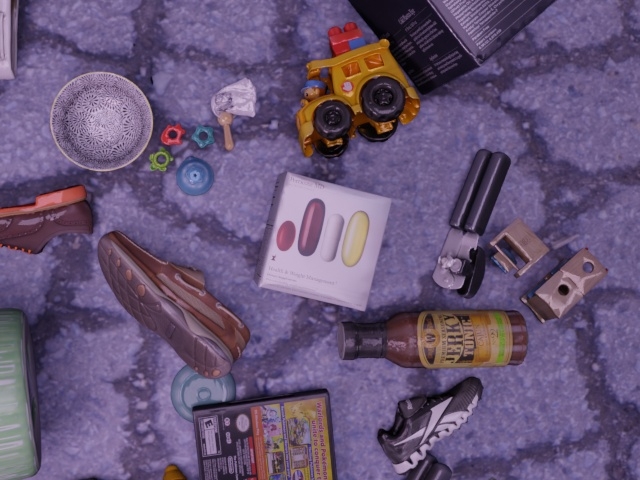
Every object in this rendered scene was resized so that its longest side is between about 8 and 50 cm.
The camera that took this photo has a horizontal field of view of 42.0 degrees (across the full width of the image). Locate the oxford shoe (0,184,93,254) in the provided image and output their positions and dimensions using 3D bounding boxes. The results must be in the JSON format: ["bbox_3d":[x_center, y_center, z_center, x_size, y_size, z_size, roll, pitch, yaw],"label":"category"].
[{"bbox_3d":[-0.526,-0.014,1.427,0.271,0.097,0.098,-17,100,-8],"label":"oxford shoe"}]

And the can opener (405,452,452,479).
[{"bbox_3d":[0.164,0.543,1.571,0.095,0.076,0.283,35,85,-40],"label":"can opener"}]

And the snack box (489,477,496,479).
[{"bbox_3d":[0.340,0.545,1.603,0.100,0.037,0.141,-38,97,-8],"label":"snack box"}]

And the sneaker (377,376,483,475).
[{"bbox_3d":[0.200,0.324,1.555,0.234,0.078,0.106,-42,99,-4],"label":"sneaker"}]

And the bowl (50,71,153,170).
[{"bbox_3d":[-0.377,-0.203,1.451,0.170,0.080,0.170,0,91,-9],"label":"bowl"}]

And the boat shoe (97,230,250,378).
[{"bbox_3d":[-0.258,0.100,1.472,0.324,0.123,0.116,45,51,1],"label":"boat shoe"}]

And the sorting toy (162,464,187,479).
[{"bbox_3d":[-0.362,0.451,1.420,0.366,0.127,0.126,5,49,-30],"label":"sorting toy"}]

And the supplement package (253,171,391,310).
[{"bbox_3d":[0.000,0.000,1.480,0.194,0.149,0.203,13,90,-9],"label":"supplement package"}]

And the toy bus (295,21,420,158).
[{"bbox_3d":[0.041,-0.275,1.492,0.220,0.149,0.211,-21,81,-5],"label":"toy bus"}]

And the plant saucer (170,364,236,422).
[{"bbox_3d":[-0.213,0.278,1.518,0.119,0.021,0.119,0,91,-9],"label":"plant saucer"}]

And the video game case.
[{"bbox_3d":[-0.095,0.421,1.523,0.248,0.035,0.274,-6,97,-8],"label":"video game case"}]

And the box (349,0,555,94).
[{"bbox_3d":[0.183,-0.439,1.400,0.179,0.343,0.312,-42,98,-4],"label":"box"}]

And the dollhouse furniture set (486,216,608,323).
[{"bbox_3d":[0.415,0.041,1.566,0.129,0.129,0.183,-41,82,-6],"label":"dollhouse furniture set"}]

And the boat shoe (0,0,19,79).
[{"bbox_3d":[-0.512,-0.448,1.398,0.157,0.136,0.367,11,93,-9],"label":"boat shoe"}]

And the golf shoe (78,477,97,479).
[{"bbox_3d":[-0.423,0.523,1.469,0.094,0.077,0.198,-8,82,-5],"label":"golf shoe"}]

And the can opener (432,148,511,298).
[{"bbox_3d":[0.289,-0.033,1.575,0.093,0.074,0.280,18,90,-43],"label":"can opener"}]

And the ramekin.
[{"bbox_3d":[-0.537,0.250,1.334,0.148,0.303,0.303,-6,92,-17],"label":"ramekin"}]

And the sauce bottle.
[{"bbox_3d":[0.205,0.184,1.537,0.344,0.111,0.111,-2,92,-9],"label":"sauce bottle"}]

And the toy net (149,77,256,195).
[{"bbox_3d":[-0.204,-0.199,1.499,0.122,0.045,0.232,33,85,-6],"label":"toy net"}]
